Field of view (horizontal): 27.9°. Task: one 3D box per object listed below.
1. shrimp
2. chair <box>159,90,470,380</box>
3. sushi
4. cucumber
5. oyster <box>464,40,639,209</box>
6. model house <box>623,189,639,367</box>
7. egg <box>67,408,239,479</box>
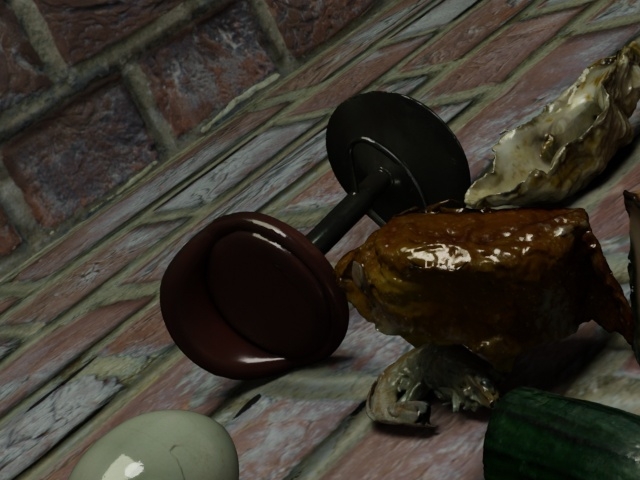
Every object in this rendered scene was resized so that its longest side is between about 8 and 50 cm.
[{"bbox_3d":[0.114,0.153,1.293,0.126,0.047,0.223,-35,16,-11],"label":"shrimp"},{"bbox_3d":[0.000,0.000,1.610,0.226,0.227,0.401,-9,26,44],"label":"chair"},{"bbox_3d":[0.158,0.049,1.262,0.296,0.179,0.167,-4,29,5],"label":"sushi"},{"bbox_3d":[0.230,0.172,1.053,0.115,0.063,0.244,-36,21,-25],"label":"cucumber"},{"bbox_3d":[0.335,-0.138,1.692,0.166,0.110,0.341,-15,24,49],"label":"oyster"},{"bbox_3d":[0.350,0.039,1.041,0.172,0.183,0.166,-11,18,2],"label":"model house"},{"bbox_3d":[-0.160,0.245,1.259,0.151,0.151,0.209,-12,17,39],"label":"egg"}]
